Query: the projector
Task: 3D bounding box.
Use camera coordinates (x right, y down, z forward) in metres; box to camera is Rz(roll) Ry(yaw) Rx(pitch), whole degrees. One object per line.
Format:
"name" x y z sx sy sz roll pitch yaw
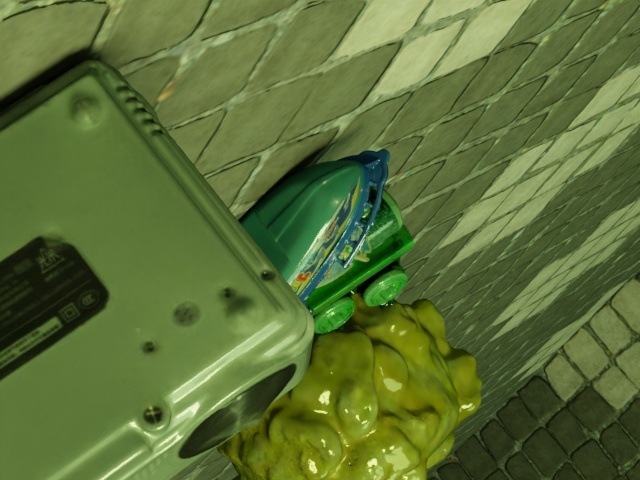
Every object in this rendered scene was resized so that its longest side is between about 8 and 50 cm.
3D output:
"projector" -0.153 0.055 0.825 0.256 0.192 0.099 -35 166 -14

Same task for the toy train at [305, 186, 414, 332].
"toy train" -0.033 0.045 1.349 0.251 0.085 0.119 -35 156 -14

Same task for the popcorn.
"popcorn" 0.008 0.150 1.525 0.250 0.234 0.242 34 65 -64

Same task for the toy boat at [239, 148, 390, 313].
"toy boat" 0.000 0.000 1.259 0.175 0.091 0.110 -49 145 19
